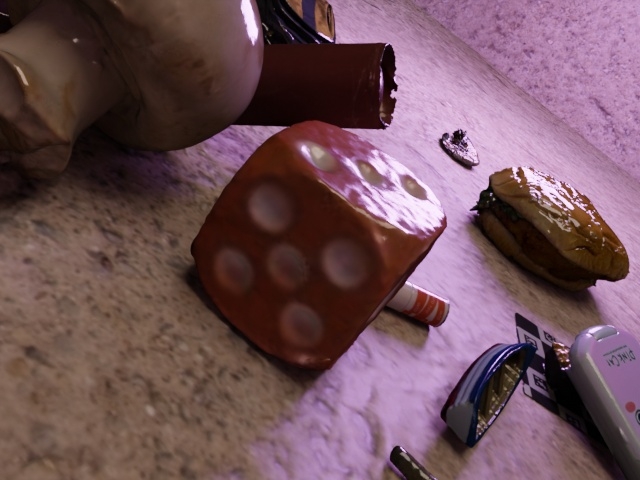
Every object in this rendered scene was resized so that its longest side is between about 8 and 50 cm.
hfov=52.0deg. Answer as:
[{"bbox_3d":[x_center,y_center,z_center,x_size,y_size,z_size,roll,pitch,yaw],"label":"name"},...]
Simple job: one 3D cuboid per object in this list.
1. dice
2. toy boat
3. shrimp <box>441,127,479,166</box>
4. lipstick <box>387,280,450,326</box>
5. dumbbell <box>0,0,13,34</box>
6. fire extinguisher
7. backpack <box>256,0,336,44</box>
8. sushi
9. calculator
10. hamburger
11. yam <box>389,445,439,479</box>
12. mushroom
[{"bbox_3d":[0.000,0.000,0.631,0.179,0.175,0.174,37,28,11],"label":"dice"},{"bbox_3d":[0.191,0.153,0.724,0.046,0.080,0.229,9,16,29],"label":"toy boat"},{"bbox_3d":[0.302,-0.215,1.437,0.091,0.034,0.161,25,31,-18],"label":"shrimp"},{"bbox_3d":[0.089,0.062,0.774,0.131,0.038,0.038,26,30,-18],"label":"lipstick"},{"bbox_3d":[-0.332,-0.348,0.739,0.124,0.225,0.140,-5,49,-47],"label":"dumbbell"},{"bbox_3d":[-0.069,-0.210,0.854,0.337,0.106,0.147,6,37,17],"label":"fire extinguisher"},{"bbox_3d":[-0.057,-0.391,1.229,0.206,0.133,0.258,30,33,-29],"label":"backpack"},{"bbox_3d":[0.368,0.185,0.879,0.215,0.050,0.192,34,28,-4],"label":"sushi"},{"bbox_3d":[0.389,0.218,0.799,0.141,0.045,0.246,-6,63,-38],"label":"calculator"},{"bbox_3d":[0.418,-0.009,1.150,0.309,0.132,0.211,25,27,-22],"label":"hamburger"},{"bbox_3d":[0.150,0.258,0.550,0.234,0.029,0.027,42,57,13],"label":"yam"},{"bbox_3d":[-0.218,-0.194,0.625,0.297,0.297,0.290,40,63,8],"label":"mushroom"}]
